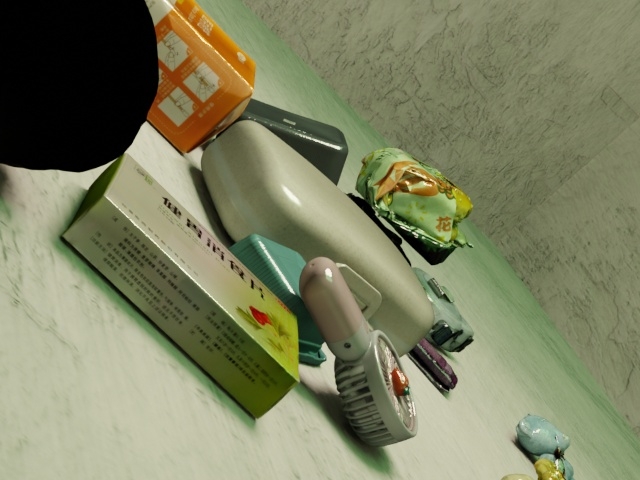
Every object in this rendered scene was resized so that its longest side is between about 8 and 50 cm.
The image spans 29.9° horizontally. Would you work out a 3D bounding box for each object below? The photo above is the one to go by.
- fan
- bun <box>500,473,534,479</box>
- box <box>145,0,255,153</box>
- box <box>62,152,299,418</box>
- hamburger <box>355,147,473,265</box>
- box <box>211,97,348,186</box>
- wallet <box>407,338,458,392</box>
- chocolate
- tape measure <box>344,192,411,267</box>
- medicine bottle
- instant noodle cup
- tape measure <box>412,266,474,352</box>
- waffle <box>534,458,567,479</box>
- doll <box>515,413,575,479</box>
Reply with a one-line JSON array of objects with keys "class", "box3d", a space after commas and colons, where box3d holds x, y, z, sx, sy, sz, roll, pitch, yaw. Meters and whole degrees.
[{"class": "fan", "box3d": [0.043, 0.126, 1.359, 0.130, 0.074, 0.244, -85, 151, -60]}, {"class": "bun", "box3d": [0.288, 0.363, 1.687, 0.086, 0.055, 0.086, 47, 11, -12]}, {"class": "box", "box3d": [-0.251, -0.303, 1.713, 0.341, 0.143, 0.225, 44, 11, -15]}, {"class": "box", "box3d": [-0.130, 0.040, 1.193, 0.260, 0.062, 0.175, 44, 11, -14]}, {"class": "hamburger", "box3d": [0.171, -0.059, 1.956, 0.235, 0.125, 0.214, 29, 18, -11]}, {"class": "box", "box3d": [-0.060, -0.146, 1.838, 0.201, 0.090, 0.144, 18, 17, -8]}, {"class": "wallet", "box3d": [0.159, 0.169, 1.935, 0.166, 0.030, 0.111, 47, 12, 1]}, {"class": "chocolate", "box3d": [-0.304, -0.219, 1.041, 0.340, 0.225, 0.210, 39, 6, -39]}, {"class": "tape measure", "box3d": [0.068, 0.007, 1.958, 0.186, 0.112, 0.199, 53, 13, 17]}, {"class": "medicine bottle", "box3d": [0.000, 0.000, 1.671, 0.375, 0.123, 0.282, 41, 14, -35]}, {"class": "instant noodle cup", "box3d": [-0.048, 0.064, 1.415, 0.157, 0.070, 0.179, 54, 12, 24]}, {"class": "tape measure", "box3d": [0.149, 0.055, 2.161, 0.330, 0.084, 0.164, 54, 8, 23]}, {"class": "waffle", "box3d": [0.393, 0.446, 1.736, 0.291, 0.051, 0.291, 57, 6, -9]}, {"class": "doll", "box3d": [0.408, 0.372, 2.063, 0.180, 0.075, 0.120, 52, 15, 21]}]
